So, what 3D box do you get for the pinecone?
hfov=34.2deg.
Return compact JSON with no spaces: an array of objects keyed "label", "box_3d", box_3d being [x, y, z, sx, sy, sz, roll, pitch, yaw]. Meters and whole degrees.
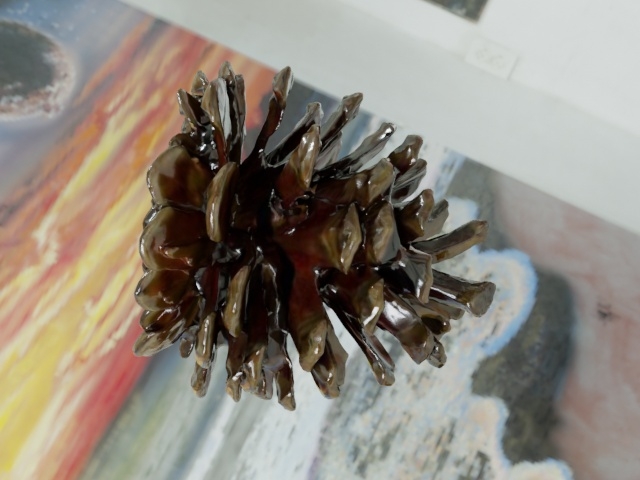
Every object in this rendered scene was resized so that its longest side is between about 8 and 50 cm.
[{"label":"pinecone","box_3d":[0.000,0.000,1.068,0.384,0.385,0.384,25,-90,-87]}]
